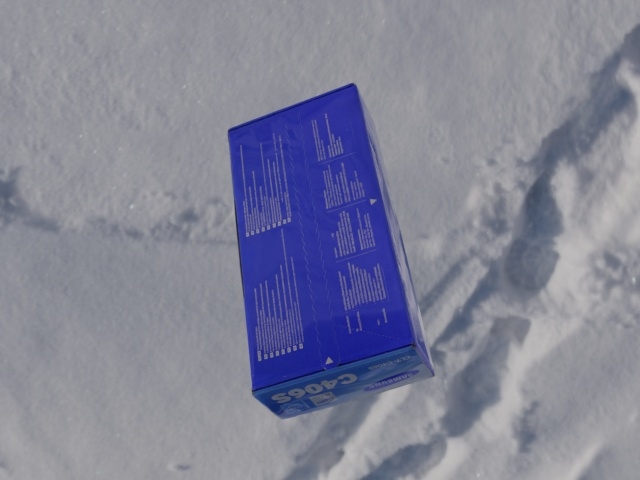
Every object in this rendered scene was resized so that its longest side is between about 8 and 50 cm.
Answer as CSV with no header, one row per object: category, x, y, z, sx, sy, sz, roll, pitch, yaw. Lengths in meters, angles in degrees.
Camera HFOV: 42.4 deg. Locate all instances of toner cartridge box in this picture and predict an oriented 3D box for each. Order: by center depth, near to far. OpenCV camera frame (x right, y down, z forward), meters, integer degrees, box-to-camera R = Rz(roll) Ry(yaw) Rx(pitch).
toner cartridge box,0.000,0.000,0.878,0.165,0.347,0.075,-19,143,13
